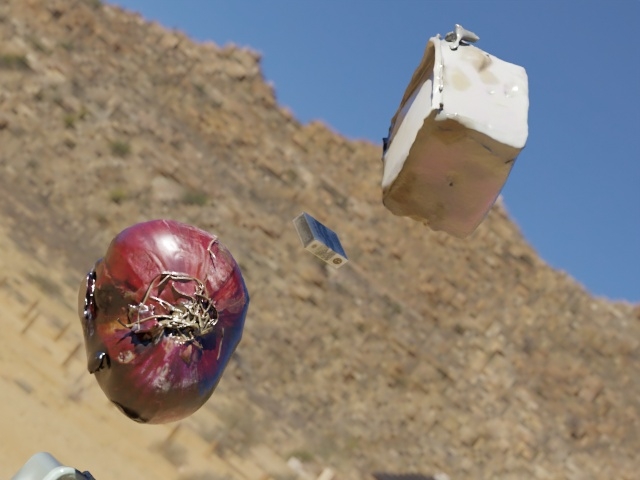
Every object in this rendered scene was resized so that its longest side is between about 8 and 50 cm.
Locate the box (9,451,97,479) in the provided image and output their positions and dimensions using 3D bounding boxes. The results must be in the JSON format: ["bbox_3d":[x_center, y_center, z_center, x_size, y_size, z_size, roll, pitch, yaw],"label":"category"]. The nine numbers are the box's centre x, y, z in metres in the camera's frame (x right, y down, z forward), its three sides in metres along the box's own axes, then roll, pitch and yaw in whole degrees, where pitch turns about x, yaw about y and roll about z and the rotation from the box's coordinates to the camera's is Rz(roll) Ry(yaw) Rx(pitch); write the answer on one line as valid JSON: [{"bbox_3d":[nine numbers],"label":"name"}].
[{"bbox_3d":[-0.402,0.421,1.928,0.163,0.243,0.135,46,-12,-28],"label":"box"}]

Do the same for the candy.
[{"bbox_3d":[0.161,-0.129,1.648,0.137,0.184,0.195,17,-47,-10],"label":"candy"}]

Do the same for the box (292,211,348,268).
[{"bbox_3d":[0.000,0.000,1.881,0.083,0.024,0.054,33,28,-49],"label":"box"}]

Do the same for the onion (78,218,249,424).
[{"bbox_3d":[-0.209,0.114,1.820,0.221,0.280,0.281,12,4,-26],"label":"onion"}]
